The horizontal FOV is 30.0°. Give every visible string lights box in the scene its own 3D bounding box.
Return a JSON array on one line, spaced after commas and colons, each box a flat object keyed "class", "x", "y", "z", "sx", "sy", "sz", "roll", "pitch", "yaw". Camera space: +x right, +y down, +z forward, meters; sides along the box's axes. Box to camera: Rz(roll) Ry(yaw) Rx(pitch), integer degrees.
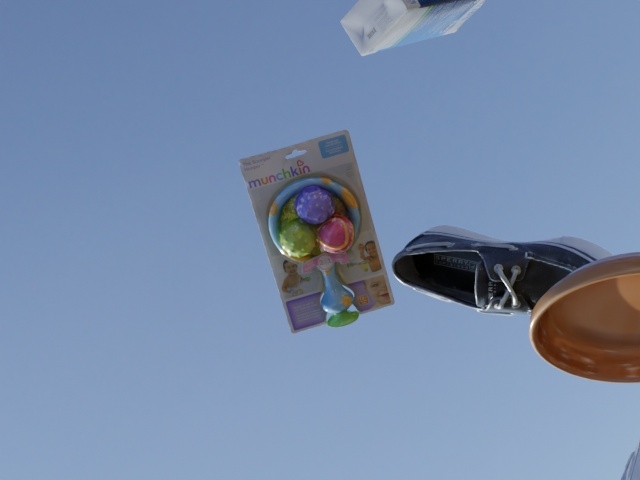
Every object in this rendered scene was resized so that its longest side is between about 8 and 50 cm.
[{"class": "string lights box", "x": 0.171, "y": -0.395, "z": 2.003, "sx": 0.260, "sy": 0.077, "sz": 0.133, "roll": -22, "pitch": -13, "yaw": -44}]

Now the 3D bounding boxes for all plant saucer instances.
[{"class": "plant saucer", "x": 0.289, "y": 0.068, "z": 1.082, "sx": 0.200, "sy": 0.200, "sz": 0.037, "roll": 64, "pitch": -157, "yaw": -52}]

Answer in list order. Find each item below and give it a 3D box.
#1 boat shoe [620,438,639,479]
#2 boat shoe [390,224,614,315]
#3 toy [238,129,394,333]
[{"class": "boat shoe", "x": 0.412, "y": 0.293, "z": 1.510, "sx": 0.063, "sy": 0.066, "sz": 0.184, "roll": -42, "pitch": 8, "yaw": 37}, {"class": "boat shoe", "x": 0.227, "y": 0.046, "z": 1.471, "sx": 0.102, "sy": 0.301, "sz": 0.108, "roll": -25, "pitch": -58, "yaw": -49}, {"class": "toy", "x": 0.000, "y": 0.000, "z": 1.442, "sx": 0.137, "sy": 0.056, "sz": 0.237, "roll": -16, "pitch": -66, "yaw": 1}]
